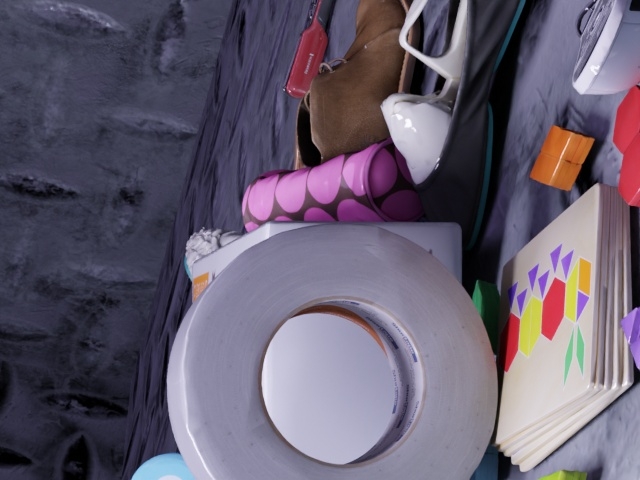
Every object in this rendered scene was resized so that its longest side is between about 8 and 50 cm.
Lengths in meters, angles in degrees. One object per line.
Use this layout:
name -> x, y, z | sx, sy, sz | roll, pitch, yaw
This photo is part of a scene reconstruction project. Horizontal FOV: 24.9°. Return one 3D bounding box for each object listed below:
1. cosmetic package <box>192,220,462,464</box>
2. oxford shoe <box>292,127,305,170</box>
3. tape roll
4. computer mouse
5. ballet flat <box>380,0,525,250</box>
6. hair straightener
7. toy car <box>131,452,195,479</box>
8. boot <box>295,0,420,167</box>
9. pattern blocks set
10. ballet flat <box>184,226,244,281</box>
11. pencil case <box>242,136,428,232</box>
cosmetic package -> -0.013, 0.115, 1.309 | 0.453, 0.162, 0.230 | 156, 115, -76
oxford shoe -> 0.008, -0.097, 1.778 | 0.076, 0.076, 0.212 | 20, 97, 49
tape roll -> 0.008, 0.100, 0.996 | 0.072, 0.219, 0.219 | 142, 138, -72
computer mouse -> 0.185, -0.133, 0.874 | 0.193, 0.042, 0.106 | -65, 0, -59
ballet flat -> 0.104, -0.132, 1.201 | 0.095, 0.096, 0.280 | -159, 80, -78
hair straightener -> -0.012, -0.316, 2.100 | 0.089, 0.047, 0.230 | -167, 89, -79
toy car -> -0.147, 0.337, 1.271 | 0.238, 0.210, 0.219 | -40, -18, -13
boot -> 0.039, -0.174, 1.532 | 0.112, 0.115, 0.305 | 109, 169, -45
pattern blocks set -> 0.156, 0.055, 0.935 | 0.325, 0.026, 0.285 | 139, 141, -72
ballet flat -> -0.100, 0.070, 2.036 | 0.409, 0.147, 0.147 | -108, 31, -63
pencil case -> 0.018, -0.041, 1.372 | 0.209, 0.098, 0.095 | -8, 111, 51
